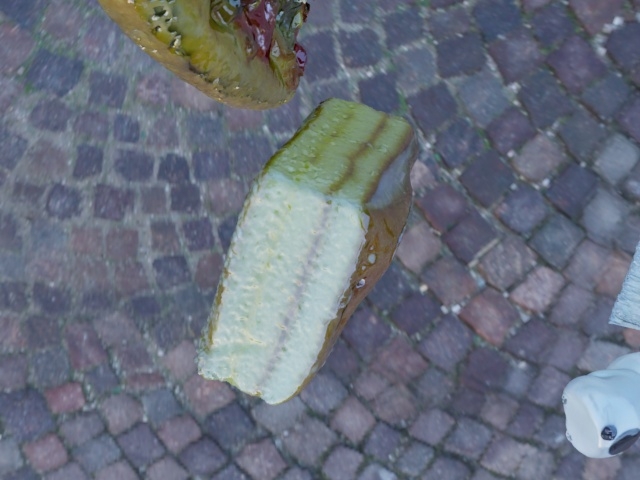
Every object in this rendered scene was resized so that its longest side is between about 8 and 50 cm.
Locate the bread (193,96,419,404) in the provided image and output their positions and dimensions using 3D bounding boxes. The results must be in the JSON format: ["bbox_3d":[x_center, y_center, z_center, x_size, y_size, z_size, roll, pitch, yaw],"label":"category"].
[{"bbox_3d":[0.000,0.000,0.861,0.111,0.234,0.184,23,115,2],"label":"bread"}]

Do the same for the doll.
[{"bbox_3d":[0.396,0.209,1.439,0.181,0.107,0.110,-24,111,-34],"label":"doll"}]

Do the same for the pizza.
[{"bbox_3d":[-0.057,-0.327,0.933,0.130,0.440,0.406,13,83,18],"label":"pizza"}]

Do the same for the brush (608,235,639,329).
[{"bbox_3d":[0.352,0.044,0.939,0.272,0.013,0.103,13,99,-35],"label":"brush"}]
